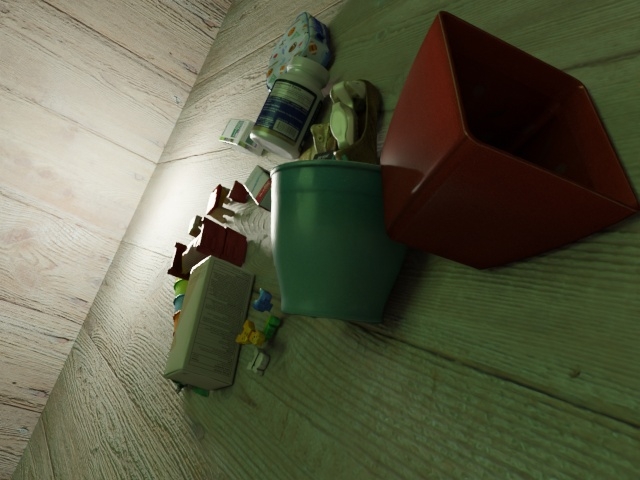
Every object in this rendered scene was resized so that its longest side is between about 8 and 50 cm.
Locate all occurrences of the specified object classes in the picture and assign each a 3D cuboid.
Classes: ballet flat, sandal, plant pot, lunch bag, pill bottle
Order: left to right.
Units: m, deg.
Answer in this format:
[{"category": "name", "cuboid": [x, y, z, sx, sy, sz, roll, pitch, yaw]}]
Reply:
[{"category": "pill bottle", "cuboid": [-0.081, -0.380, 1.609, 0.153, 0.153, 0.264, 15, 79, 61]}, {"category": "lunch bag", "cuboid": [-0.066, -0.588, 1.801, 0.243, 0.115, 0.303, -43, 34, 29]}, {"category": "sandal", "cuboid": [-0.002, -0.262, 1.456, 0.240, 0.079, 0.088, -34, 40, 42]}, {"category": "plant pot", "cuboid": [0.032, 0.015, 1.006, 0.272, 0.272, 0.255, -6, 76, 57]}, {"category": "ballet flat", "cuboid": [0.070, -0.290, 1.307, 0.116, 0.124, 0.342, -19, 48, 30]}, {"category": "plant pot", "cuboid": [0.224, -0.108, 0.799, 0.235, 0.267, 0.267, -52, 28, 45]}]

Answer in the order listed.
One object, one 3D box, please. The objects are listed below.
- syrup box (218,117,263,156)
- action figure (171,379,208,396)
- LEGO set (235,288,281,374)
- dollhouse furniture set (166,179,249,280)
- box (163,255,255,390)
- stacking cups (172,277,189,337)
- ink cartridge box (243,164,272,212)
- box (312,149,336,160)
[{"category": "syrup box", "cuboid": [-0.263, -0.359, 1.950, 0.093, 0.096, 0.237, -63, 28, 0]}, {"category": "action figure", "cuboid": [-0.386, 0.372, 1.555, 0.232, 0.064, 0.137, -24, 87, 60]}, {"category": "LEGO set", "cuboid": [-0.123, 0.199, 1.268, 0.227, 0.087, 0.093, -65, 28, 0]}, {"category": "dollhouse furniture set", "cuboid": [-0.330, -0.057, 1.749, 0.201, 0.152, 0.374, -35, 39, 41]}, {"category": "box", "cuboid": [-0.285, 0.215, 1.460, 0.121, 0.148, 0.311, -28, 43, 47]}, {"category": "stacking cups", "cuboid": [-0.408, 0.217, 1.737, 0.096, 0.096, 0.316, -45, 39, 30]}, {"category": "ink cartridge box", "cuboid": [-0.115, -0.120, 1.474, 0.072, 0.127, 0.175, -57, 29, 9]}, {"category": "box", "cuboid": [-0.006, -0.093, 1.342, 0.101, 0.060, 0.244, 0, 67, 58]}]
